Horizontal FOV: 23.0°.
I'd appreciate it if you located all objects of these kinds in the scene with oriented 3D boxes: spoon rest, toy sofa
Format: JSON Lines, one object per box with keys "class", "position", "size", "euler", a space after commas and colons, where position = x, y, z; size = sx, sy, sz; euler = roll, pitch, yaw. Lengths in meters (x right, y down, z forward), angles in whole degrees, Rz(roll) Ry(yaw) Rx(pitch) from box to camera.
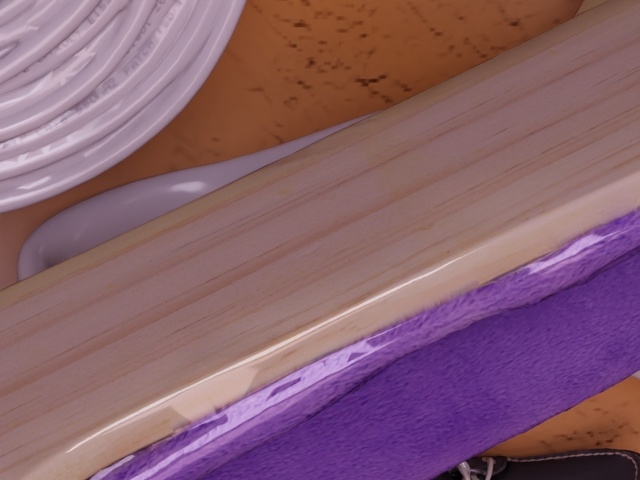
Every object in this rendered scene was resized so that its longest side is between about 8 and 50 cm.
{"class": "spoon rest", "position": [0.000, 0.000, 0.690], "size": [0.276, 0.084, 0.137], "euler": [-8, 127, -19]}
{"class": "toy sofa", "position": [0.017, 0.045, 0.563], "size": [0.362, 0.177, 0.150], "euler": [-26, 121, -8]}

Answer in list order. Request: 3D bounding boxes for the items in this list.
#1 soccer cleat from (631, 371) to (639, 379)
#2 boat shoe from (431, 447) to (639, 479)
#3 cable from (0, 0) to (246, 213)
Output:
{"class": "soccer cleat", "position": [0.221, 0.009, 0.723], "size": [0.196, 0.068, 0.076], "euler": [-23, 121, 11]}
{"class": "boat shoe", "position": [0.071, 0.143, 0.787], "size": [0.206, 0.075, 0.065], "euler": [-19, 128, 11]}
{"class": "cable", "position": [-0.142, -0.124, 0.533], "size": [0.257, 0.089, 0.257], "euler": [1, 126, -26]}
